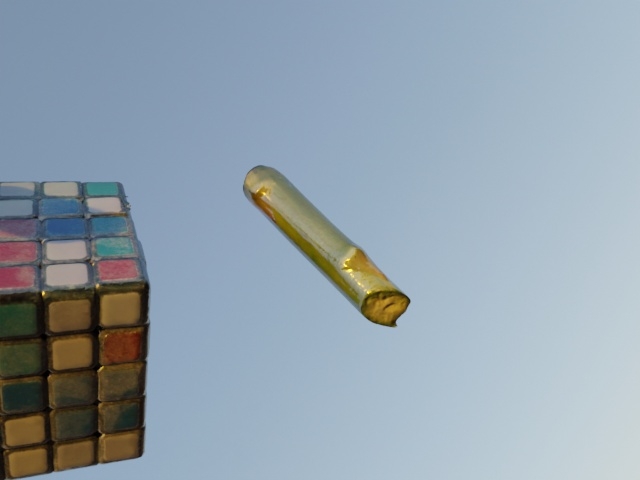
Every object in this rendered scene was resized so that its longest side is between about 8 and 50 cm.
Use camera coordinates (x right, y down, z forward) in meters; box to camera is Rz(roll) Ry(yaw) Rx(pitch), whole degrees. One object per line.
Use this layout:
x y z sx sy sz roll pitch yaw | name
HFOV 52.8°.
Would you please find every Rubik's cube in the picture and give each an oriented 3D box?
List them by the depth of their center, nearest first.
-0.386 0.106 0.838 0.287 0.292 0.293 -3 -57 -22 | Rubik's cube

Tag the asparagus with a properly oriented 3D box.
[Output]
-0.001 0.001 0.795 0.060 0.278 0.067 -32 -34 -22 | asparagus
